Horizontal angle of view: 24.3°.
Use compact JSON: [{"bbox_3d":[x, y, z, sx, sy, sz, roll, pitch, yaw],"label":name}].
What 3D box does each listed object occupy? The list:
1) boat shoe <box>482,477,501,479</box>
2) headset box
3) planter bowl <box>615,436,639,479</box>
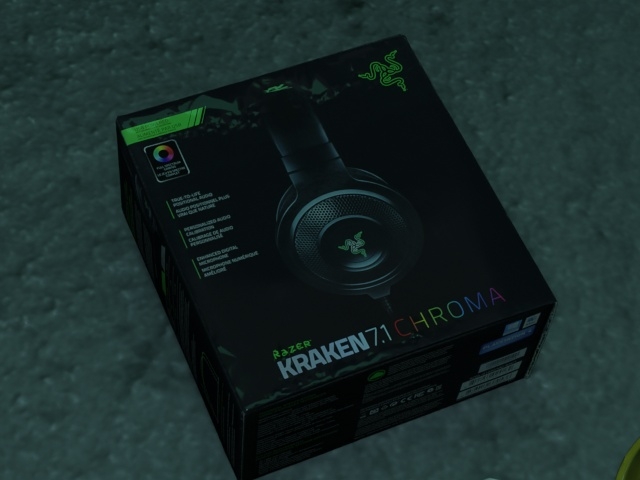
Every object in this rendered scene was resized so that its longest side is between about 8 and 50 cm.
[{"bbox_3d":[0.180,0.243,0.987,0.226,0.076,0.083,30,56,23],"label":"boat shoe"},{"bbox_3d":[0.000,0.000,1.132,0.246,0.131,0.283,-17,61,-15],"label":"headset box"},{"bbox_3d":[0.318,0.177,1.034,0.217,0.090,0.217,0,51,0],"label":"planter bowl"}]
